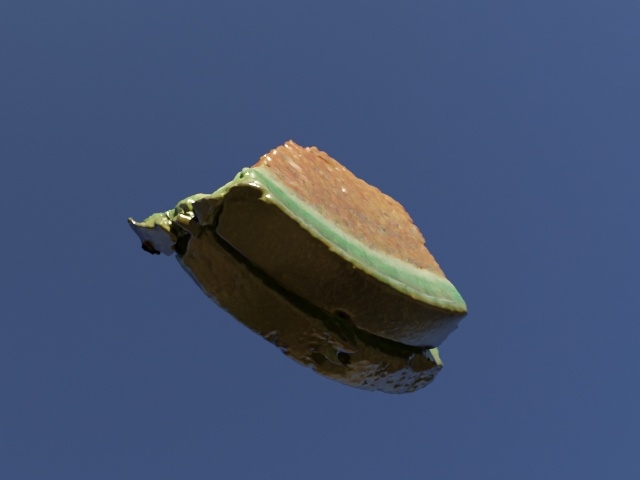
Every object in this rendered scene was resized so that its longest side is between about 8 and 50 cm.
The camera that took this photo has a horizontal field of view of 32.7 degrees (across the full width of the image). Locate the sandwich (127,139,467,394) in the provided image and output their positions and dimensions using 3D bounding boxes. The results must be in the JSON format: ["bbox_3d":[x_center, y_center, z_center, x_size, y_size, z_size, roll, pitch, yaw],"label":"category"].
[{"bbox_3d":[0.006,0.011,0.933,0.292,0.212,0.109,41,-61,-7],"label":"sandwich"}]
